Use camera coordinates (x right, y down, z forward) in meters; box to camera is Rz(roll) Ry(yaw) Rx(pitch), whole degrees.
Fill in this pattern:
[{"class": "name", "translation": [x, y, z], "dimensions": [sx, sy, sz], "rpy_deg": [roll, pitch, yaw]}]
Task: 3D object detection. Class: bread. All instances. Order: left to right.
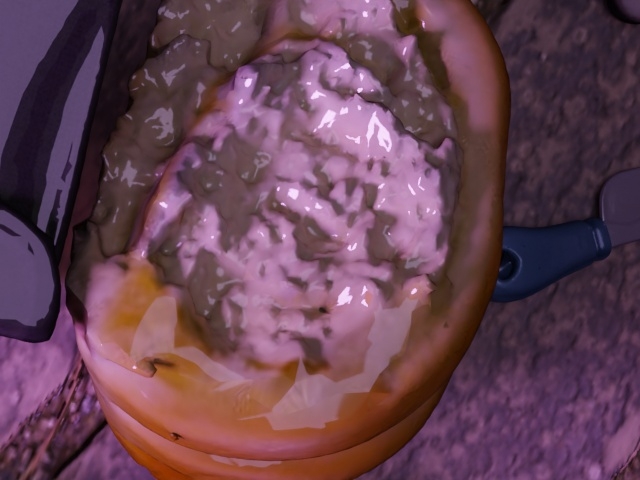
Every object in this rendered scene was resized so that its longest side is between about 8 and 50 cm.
[{"class": "bread", "translation": [0.000, 0.000, 0.914], "dimensions": [0.211, 0.270, 0.315], "rpy_deg": [14, 64, 11]}]

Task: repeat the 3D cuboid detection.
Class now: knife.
[{"class": "knife", "translation": [0.206, -0.017, 1.101], "dimensions": [0.244, 0.032, 0.058], "rpy_deg": [-20, 86, -20]}]

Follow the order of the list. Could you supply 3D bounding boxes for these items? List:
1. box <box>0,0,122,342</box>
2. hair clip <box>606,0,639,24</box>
[{"class": "box", "translation": [-0.299, -0.089, 0.842], "dimensions": [0.345, 0.251, 0.204], "rpy_deg": [15, 85, -17]}, {"class": "hair clip", "translation": [0.163, -0.225, 1.054], "dimensions": [0.257, 0.075, 0.146], "rpy_deg": [10, 131, -21]}]
